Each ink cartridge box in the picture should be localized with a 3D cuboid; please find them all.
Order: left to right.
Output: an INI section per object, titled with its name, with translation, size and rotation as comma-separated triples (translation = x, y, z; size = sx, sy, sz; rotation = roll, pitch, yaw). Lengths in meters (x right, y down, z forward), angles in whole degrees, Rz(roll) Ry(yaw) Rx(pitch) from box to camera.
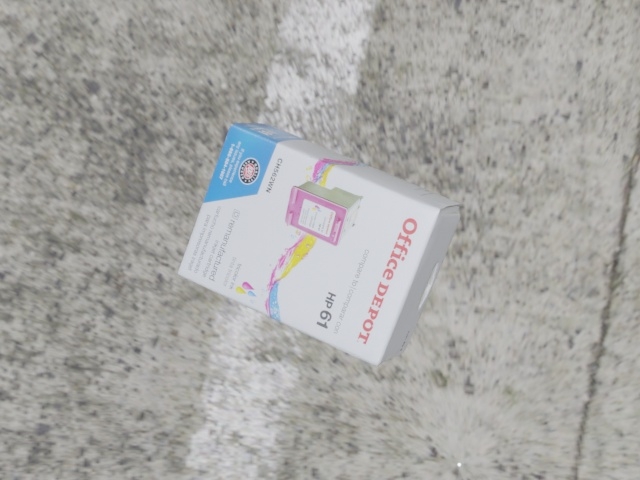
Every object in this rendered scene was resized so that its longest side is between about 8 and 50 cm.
[ink cartridge box]
translation = 0.000, 0.000, 0.654
size = 0.122, 0.052, 0.088
rotation = 23, 100, 15
